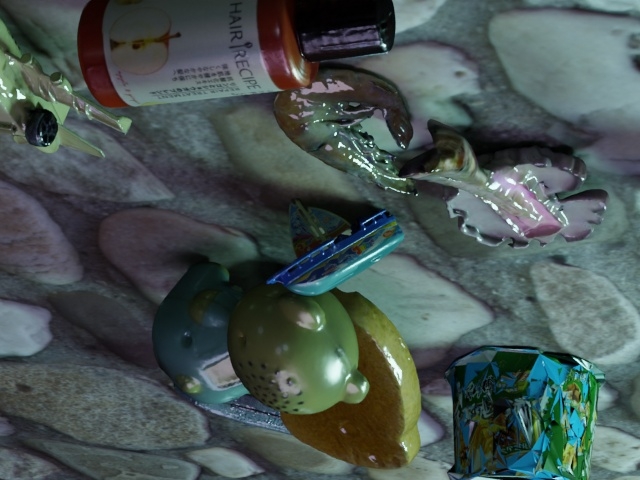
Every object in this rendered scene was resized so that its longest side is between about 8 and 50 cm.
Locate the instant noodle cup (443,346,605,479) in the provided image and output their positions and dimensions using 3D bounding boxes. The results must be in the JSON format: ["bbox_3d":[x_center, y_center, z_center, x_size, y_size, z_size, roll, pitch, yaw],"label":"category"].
[{"bbox_3d":[0.287,0.275,2.104,0.240,0.178,0.240,5,154,2],"label":"instant noodle cup"}]

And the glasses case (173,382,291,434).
[{"bbox_3d":[-0.078,0.238,2.188,0.282,0.067,0.109,15,-170,-18],"label":"glasses case"}]

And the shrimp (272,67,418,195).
[{"bbox_3d":[0.046,-0.110,1.521,0.126,0.047,0.223,-25,141,30],"label":"shrimp"}]

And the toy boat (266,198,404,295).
[{"bbox_3d":[0.000,0.000,1.702,0.175,0.110,0.091,-30,170,-28],"label":"toy boat"}]

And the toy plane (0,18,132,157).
[{"bbox_3d":[-0.306,-0.149,1.455,0.229,0.092,0.244,10,160,23],"label":"toy plane"}]

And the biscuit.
[{"bbox_3d":[0.000,0.171,1.991,0.287,0.057,0.344,12,138,26],"label":"biscuit"}]

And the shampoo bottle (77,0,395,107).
[{"bbox_3d":[-0.071,-0.182,1.323,0.278,0.104,0.104,-5,152,18],"label":"shampoo bottle"}]

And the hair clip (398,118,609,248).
[{"bbox_3d":[0.180,-0.060,1.560,0.173,0.069,0.300,-11,160,33],"label":"hair clip"}]

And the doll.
[{"bbox_3d":[-0.071,0.124,1.807,0.260,0.161,0.177,0,132,40],"label":"doll"}]
